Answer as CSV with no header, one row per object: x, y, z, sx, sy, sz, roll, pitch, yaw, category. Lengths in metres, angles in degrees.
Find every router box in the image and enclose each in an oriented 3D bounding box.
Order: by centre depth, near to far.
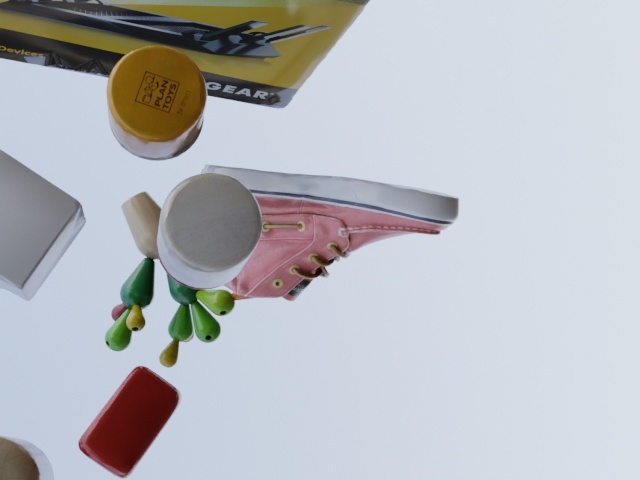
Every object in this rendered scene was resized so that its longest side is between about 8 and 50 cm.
-0.125,-0.190,0.697,0.309,0.243,0.081,8,-110,-19,router box

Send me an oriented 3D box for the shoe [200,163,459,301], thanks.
0.000,0.000,0.695,0.063,0.178,0.081,3,-86,-64,shoe

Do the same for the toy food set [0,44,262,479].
-0.106,0.040,0.455,0.111,0.104,0.232,33,-105,-2,toy food set

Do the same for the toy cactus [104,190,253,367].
-0.153,0.028,1.221,0.180,0.219,0.112,59,-171,4,toy cactus
